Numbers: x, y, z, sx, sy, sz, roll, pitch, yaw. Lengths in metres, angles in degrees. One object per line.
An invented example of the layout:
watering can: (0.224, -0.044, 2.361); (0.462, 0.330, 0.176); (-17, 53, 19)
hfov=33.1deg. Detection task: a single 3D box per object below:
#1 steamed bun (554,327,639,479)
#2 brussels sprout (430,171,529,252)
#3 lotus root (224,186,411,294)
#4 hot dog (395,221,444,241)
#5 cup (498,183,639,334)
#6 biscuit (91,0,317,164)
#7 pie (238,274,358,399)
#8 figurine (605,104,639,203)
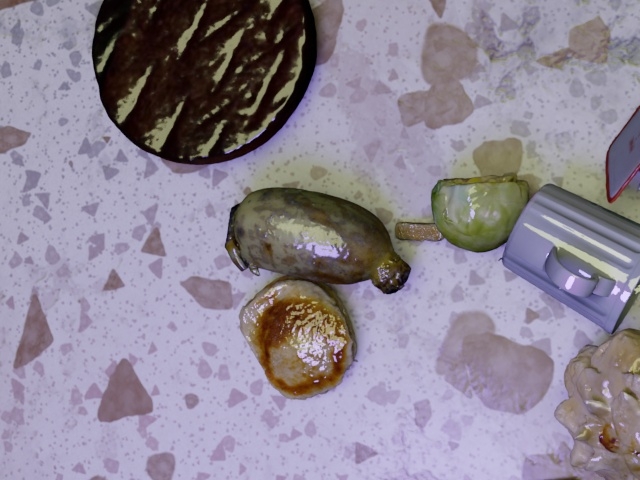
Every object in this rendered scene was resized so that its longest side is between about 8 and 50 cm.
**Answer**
steamed bun: (0.464, 0.269, 1.529); (0.295, 0.137, 0.292); (49, 138, 16)
brussels sprout: (0.251, -0.041, 1.675); (0.152, 0.149, 0.122); (-3, 97, 27)
lotus root: (0.000, 0.000, 1.734); (0.309, 0.173, 0.173); (15, 91, 10)
hot dog: (0.166, -0.015, 1.753); (0.090, 0.034, 0.030); (3, 99, 35)
cup: (0.388, 0.015, 1.595); (0.202, 0.221, 0.167); (30, 84, 19)
biscuit: (-0.198, -0.329, 1.849); (0.408, 0.091, 0.407); (-2, 85, 17)
pie: (-0.036, 0.159, 1.773); (0.179, 0.084, 0.205); (-31, 82, 12)
figurine: (0.564, -0.100, 1.591); (0.226, 0.183, 0.160); (27, 124, -4)
